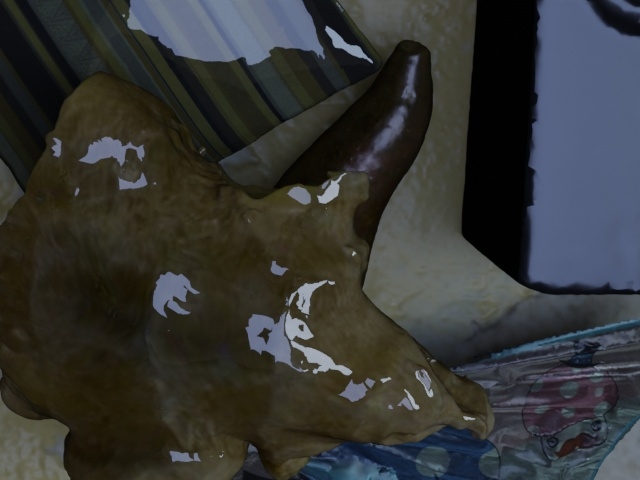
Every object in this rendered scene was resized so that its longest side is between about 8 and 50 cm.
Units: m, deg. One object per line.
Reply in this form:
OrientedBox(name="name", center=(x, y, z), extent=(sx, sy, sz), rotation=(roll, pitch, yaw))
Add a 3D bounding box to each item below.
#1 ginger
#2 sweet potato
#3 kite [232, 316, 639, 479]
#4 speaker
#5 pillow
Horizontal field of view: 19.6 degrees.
OrientedBox(name="ginger", center=(-0.045, 0.050, 0.939), extent=(0.270, 0.123, 0.218), rotation=(30, 102, 10))
OrientedBox(name="sweet potato", center=(0.000, 0.000, 1.029), extent=(0.077, 0.077, 0.243), rotation=(25, 95, -11))
OrientedBox(name="kite", center=(0.080, 0.180, 1.061), extent=(0.368, 0.014, 0.406), rotation=(31, 104, -23))
OrientedBox(name="speaker", center=(0.217, -0.090, 0.988), extent=(0.254, 0.184, 0.232), rotation=(2, 99, -7))
OrientedBox(name="pillow", center=(-0.110, -0.126, 0.992), extent=(0.212, 0.052, 0.208), rotation=(-31, 102, 9))
